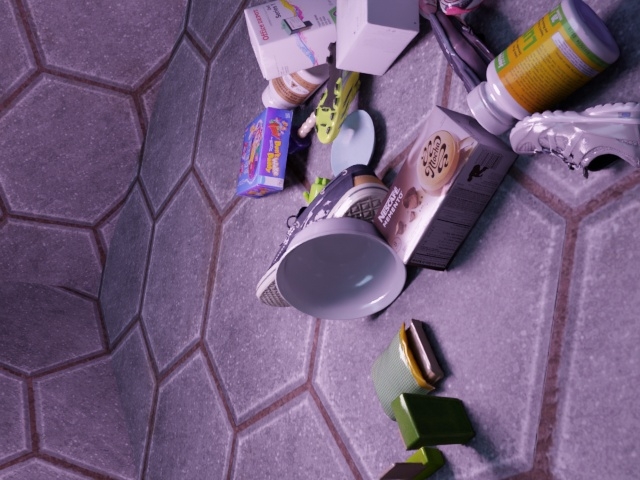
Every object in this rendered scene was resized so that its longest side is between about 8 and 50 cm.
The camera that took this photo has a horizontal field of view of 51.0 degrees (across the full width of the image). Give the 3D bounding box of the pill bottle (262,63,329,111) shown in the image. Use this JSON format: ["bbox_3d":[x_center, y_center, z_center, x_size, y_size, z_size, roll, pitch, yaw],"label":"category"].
[{"bbox_3d":[-0.080,-0.477,2.023,0.229,0.131,0.131,-35,53,50],"label":"pill bottle"}]

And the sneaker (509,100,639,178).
[{"bbox_3d":[0.432,-0.162,1.144,0.281,0.105,0.115,2,91,61],"label":"sneaker"}]

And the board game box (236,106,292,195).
[{"bbox_3d":[-0.181,-0.263,2.095,0.347,0.078,0.233,178,100,-73],"label":"board game box"}]

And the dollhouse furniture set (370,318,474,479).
[{"bbox_3d":[0.156,0.325,1.405,0.197,0.151,0.301,-55,40,35],"label":"dollhouse furniture set"}]

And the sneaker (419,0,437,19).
[{"bbox_3d":[0.258,-0.589,1.589,0.070,0.051,0.134,-47,40,49],"label":"sneaker"}]

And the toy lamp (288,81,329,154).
[{"bbox_3d":[-0.021,-0.347,1.948,0.274,0.080,0.080,-41,49,44],"label":"toy lamp"}]

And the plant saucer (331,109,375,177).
[{"bbox_3d":[0.096,-0.244,1.767,0.195,0.037,0.195,-22,64,55],"label":"plant saucer"}]

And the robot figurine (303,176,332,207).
[{"bbox_3d":[0.002,-0.115,1.852,0.101,0.067,0.115,12,92,35],"label":"robot figurine"}]

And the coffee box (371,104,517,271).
[{"bbox_3d":[0.250,-0.104,1.403,0.297,0.119,0.168,-62,37,26],"label":"coffee box"}]

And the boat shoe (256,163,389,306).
[{"bbox_3d":[0.000,0.000,1.728,0.500,0.187,0.156,-49,38,33],"label":"boat shoe"}]

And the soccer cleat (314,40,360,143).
[{"bbox_3d":[0.061,-0.392,1.784,0.093,0.121,0.289,6,84,48],"label":"soccer cleat"}]

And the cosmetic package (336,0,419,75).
[{"bbox_3d":[0.133,-0.565,1.654,0.224,0.138,0.224,139,134,-69],"label":"cosmetic package"}]

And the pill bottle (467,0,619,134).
[{"bbox_3d":[0.387,-0.300,1.199,0.245,0.136,0.136,-39,50,38],"label":"pill bottle"}]

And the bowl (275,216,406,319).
[{"bbox_3d":[0.046,0.044,1.563,0.298,0.298,0.134,-53,25,37],"label":"bowl"}]

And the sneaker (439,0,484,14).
[{"bbox_3d":[0.304,-0.619,1.412,0.121,0.112,0.299,8,82,35],"label":"sneaker"}]

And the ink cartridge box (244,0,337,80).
[{"bbox_3d":[-0.053,-0.581,1.863,0.117,0.278,0.201,77,174,-50],"label":"ink cartridge box"}]

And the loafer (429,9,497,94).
[{"bbox_3d":[0.322,-0.388,1.411,0.095,0.109,0.302,-26,55,10],"label":"loafer"}]
